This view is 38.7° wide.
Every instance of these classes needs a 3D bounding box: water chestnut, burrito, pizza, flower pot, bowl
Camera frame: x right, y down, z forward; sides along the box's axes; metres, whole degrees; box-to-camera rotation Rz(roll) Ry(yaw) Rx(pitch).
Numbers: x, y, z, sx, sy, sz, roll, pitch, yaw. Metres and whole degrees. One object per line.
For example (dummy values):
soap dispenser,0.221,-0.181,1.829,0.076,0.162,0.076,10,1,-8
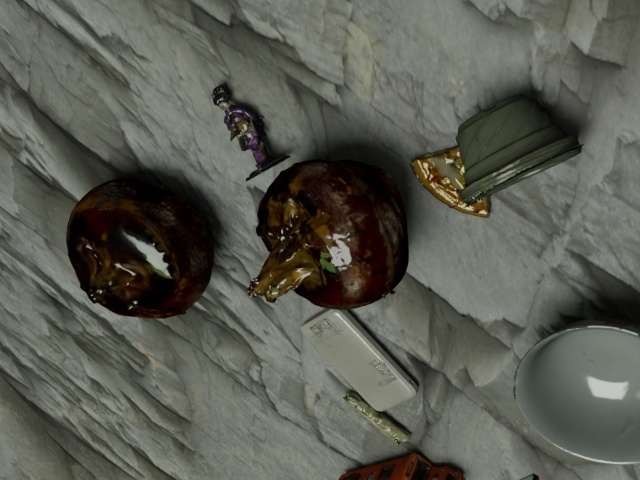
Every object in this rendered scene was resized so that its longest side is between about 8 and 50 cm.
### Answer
water chestnut,-0.404,0.039,1.998,0.351,0.302,0.350,13,122,21
water chestnut,0.000,0.000,1.747,0.335,0.347,0.335,47,151,37
burrito,0.134,0.423,2.177,0.185,0.045,0.041,40,85,-7
pizza,0.283,-0.126,1.744,0.185,0.036,0.176,43,128,-8
flower pot,0.330,-0.167,1.604,0.236,0.235,0.140,-30,82,36
bowl,0.566,0.265,1.797,0.346,0.157,0.345,12,125,18

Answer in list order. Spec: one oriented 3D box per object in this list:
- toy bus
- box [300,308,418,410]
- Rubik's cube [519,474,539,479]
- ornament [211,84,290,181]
toy bus,0.185,0.617,2.218,0.329,0.143,0.153,-25,109,37
box,0.089,0.274,2.096,0.285,0.044,0.142,47,130,-10
Rubik's cube,0.450,0.655,2.117,0.284,0.250,0.234,24,109,14
ornament,-0.158,-0.224,1.865,0.203,0.088,0.081,55,151,-1
